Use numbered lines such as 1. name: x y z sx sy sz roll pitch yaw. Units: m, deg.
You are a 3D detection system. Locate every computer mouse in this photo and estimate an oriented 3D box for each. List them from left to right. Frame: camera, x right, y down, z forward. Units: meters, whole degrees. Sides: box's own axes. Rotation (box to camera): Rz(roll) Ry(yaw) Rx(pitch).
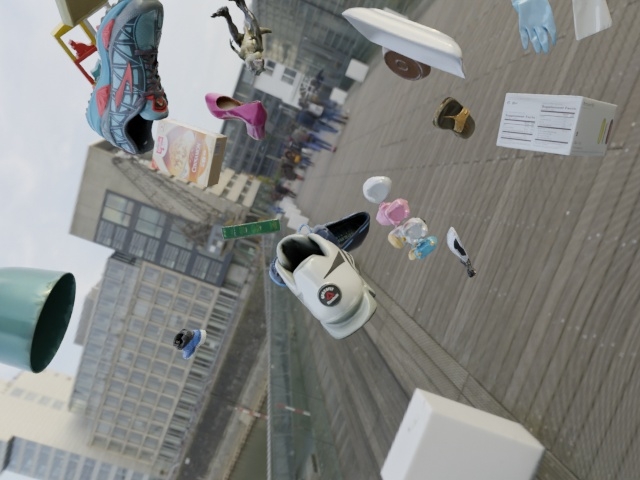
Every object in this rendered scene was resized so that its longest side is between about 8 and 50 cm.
1. computer mouse: 0.453 0.036 1.586 0.042 0.193 0.106 -27 30 15

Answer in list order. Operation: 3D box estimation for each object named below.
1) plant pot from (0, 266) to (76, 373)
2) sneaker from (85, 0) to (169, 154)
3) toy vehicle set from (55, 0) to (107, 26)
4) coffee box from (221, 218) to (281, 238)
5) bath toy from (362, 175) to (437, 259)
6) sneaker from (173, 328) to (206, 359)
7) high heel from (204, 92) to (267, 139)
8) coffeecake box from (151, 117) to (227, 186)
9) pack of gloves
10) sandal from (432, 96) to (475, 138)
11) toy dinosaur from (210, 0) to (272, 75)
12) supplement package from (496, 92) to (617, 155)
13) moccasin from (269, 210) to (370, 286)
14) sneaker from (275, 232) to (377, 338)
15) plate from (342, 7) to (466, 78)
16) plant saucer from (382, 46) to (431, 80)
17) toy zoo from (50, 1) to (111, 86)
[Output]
1. plant pot: -0.871 0.205 1.369 0.293 0.235 0.293 -166 90 -81
2. sneaker: -0.272 -0.245 0.750 0.104 0.125 0.262 -40 -13 -48
3. toy vehicle set: -0.629 -0.710 1.230 0.267 0.035 0.166 101 -168 -53
4. coffee box: -0.225 -0.034 1.565 0.113 0.184 0.041 161 100 -80
5. bath toy: 0.269 -0.090 1.732 0.151 0.348 0.129 -34 18 19
6. sneaker: -0.415 0.316 1.479 0.152 0.084 0.058 -45 45 41
7. high heel: -0.236 -0.374 1.315 0.082 0.244 0.117 -33 -30 -26
8. coffeecake box: -0.371 -0.249 1.364 0.068 0.185 0.143 -38 -34 -68
9. pack of gloves: 0.491 -0.520 0.996 0.195 0.232 0.046 -23 14 3
10. sandal: 0.311 -0.268 1.084 0.049 0.180 0.072 33 104 39
11. toy dinosaur: -0.140 -0.398 0.913 0.064 0.118 0.268 -23 36 17
12. supplement package: 0.655 -0.318 1.338 0.204 0.261 0.145 21 112 44
13. moccasin: 0.000 0.000 1.318 0.342 0.137 0.117 -34 -22 -36
14. sneaker: -0.011 0.038 0.816 0.122 0.146 0.330 -43 13 -4
15. plate: 0.212 -0.463 1.121 0.045 0.277 0.277 -67 -14 17
16. plant saucer: 0.255 -0.542 1.475 0.029 0.168 0.168 -57 7 -6
17. toy zoo: -0.678 -0.598 1.484 0.192 0.030 0.293 -44 -34 -13
